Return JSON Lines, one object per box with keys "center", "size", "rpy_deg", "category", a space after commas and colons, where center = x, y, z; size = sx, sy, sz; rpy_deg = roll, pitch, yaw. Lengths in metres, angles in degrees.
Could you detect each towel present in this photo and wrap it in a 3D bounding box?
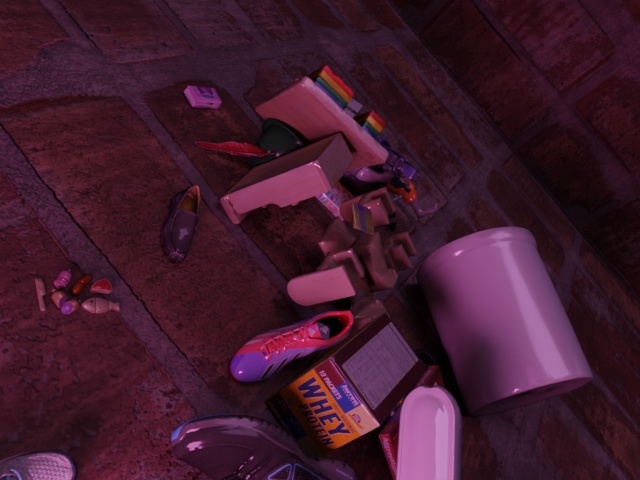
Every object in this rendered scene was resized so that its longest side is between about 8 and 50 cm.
{"center": [0.089, -0.045, 1.138], "size": [0.083, 0.009, 0.060], "rpy_deg": [17, 63, -54], "category": "towel"}

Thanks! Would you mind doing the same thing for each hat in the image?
{"center": [-0.149, -0.178, 1.313], "size": [0.208, 0.173, 0.183], "rpy_deg": [39, 66, 20], "category": "hat"}

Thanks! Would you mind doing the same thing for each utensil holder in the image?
{"center": [0.454, 0.211, 1.380], "size": [0.327, 0.327, 0.385], "rpy_deg": [12, 53, -40], "category": "utensil holder"}

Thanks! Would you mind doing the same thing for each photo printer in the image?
{"center": [0.195, 0.418, 0.959], "size": [0.256, 0.107, 0.307], "rpy_deg": [62, 32, -57], "category": "photo printer"}

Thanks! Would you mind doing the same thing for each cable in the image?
{"center": [0.177, 0.296, 1.255], "size": [0.139, 0.072, 0.287], "rpy_deg": [51, 23, 14], "category": "cable"}

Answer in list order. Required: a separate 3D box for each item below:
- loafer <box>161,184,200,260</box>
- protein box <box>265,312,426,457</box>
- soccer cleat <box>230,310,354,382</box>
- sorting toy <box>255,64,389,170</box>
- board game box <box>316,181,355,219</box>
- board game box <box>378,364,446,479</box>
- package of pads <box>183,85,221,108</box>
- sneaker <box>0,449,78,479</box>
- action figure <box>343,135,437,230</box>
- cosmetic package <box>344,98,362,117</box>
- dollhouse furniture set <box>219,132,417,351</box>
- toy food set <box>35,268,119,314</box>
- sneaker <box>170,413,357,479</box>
{"center": [-0.268, -0.039, 1.058], "size": [0.062, 0.061, 0.170], "rpy_deg": [23, 45, -33], "category": "loafer"}
{"center": [0.049, 0.268, 1.001], "size": [0.136, 0.200, 0.201], "rpy_deg": [54, 36, 8], "category": "protein box"}
{"center": [-0.050, 0.188, 1.011], "size": [0.248, 0.095, 0.083], "rpy_deg": [-17, 70, -28], "category": "soccer cleat"}
{"center": [0.013, -0.280, 1.267], "size": [0.257, 0.255, 0.089], "rpy_deg": [38, 73, -23], "category": "sorting toy"}
{"center": [0.027, -0.134, 1.481], "size": [0.154, 0.026, 0.103], "rpy_deg": [45, 37, -7], "category": "board game box"}
{"center": [0.215, 0.399, 1.165], "size": [0.281, 0.027, 0.145], "rpy_deg": [-30, 103, -53], "category": "board game box"}
{"center": [-0.290, -0.353, 1.338], "size": [0.083, 0.032, 0.050], "rpy_deg": [-14, 70, -51], "category": "package of pads"}
{"center": [-0.386, 0.307, 0.576], "size": [0.283, 0.122, 0.110], "rpy_deg": [-16, 71, -51], "category": "sneaker"}
{"center": [0.169, -0.164, 1.486], "size": [0.330, 0.178, 0.341], "rpy_deg": [37, 11, -28], "category": "action figure"}
{"center": [-0.002, -0.325, 1.493], "size": [0.151, 0.151, 0.184], "rpy_deg": [33, 37, -2], "category": "cosmetic package"}
{"center": [0.000, 0.000, 1.235], "size": [0.394, 0.256, 0.362], "rpy_deg": [62, 33, -20], "category": "dollhouse furniture set"}
{"center": [-0.384, 0.080, 0.867], "size": [0.122, 0.019, 0.078], "rpy_deg": [2, 57, -46], "category": "toy food set"}
{"center": [-0.078, 0.377, 0.837], "size": [0.341, 0.125, 0.140], "rpy_deg": [31, 42, -22], "category": "sneaker"}
